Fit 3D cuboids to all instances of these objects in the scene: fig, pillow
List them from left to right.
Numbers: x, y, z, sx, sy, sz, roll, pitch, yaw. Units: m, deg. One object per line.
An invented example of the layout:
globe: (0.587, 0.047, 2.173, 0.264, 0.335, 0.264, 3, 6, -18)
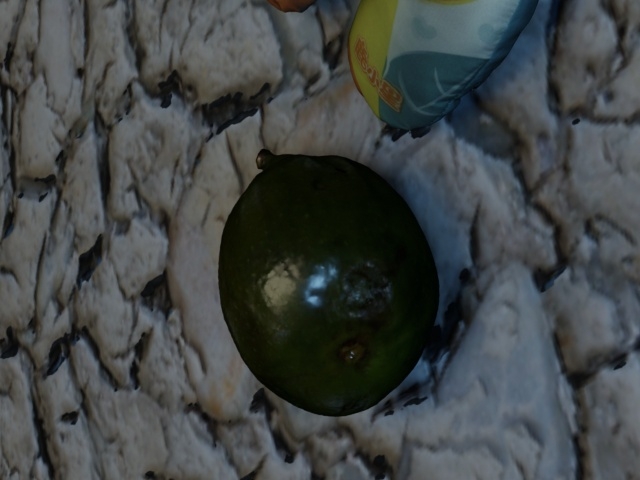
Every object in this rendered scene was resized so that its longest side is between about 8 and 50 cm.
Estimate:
fig: (0.000, 0.000, 0.981, 0.117, 0.117, 0.177, -59, 23, 32)
pillow: (0.036, -0.173, 0.959, 0.233, 0.086, 0.214, 50, 136, 39)
